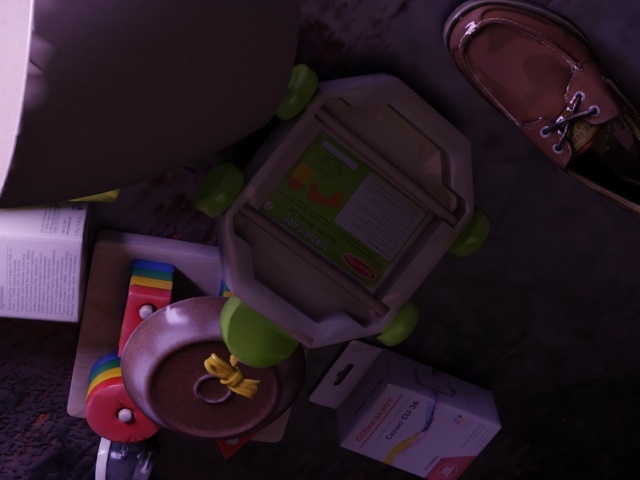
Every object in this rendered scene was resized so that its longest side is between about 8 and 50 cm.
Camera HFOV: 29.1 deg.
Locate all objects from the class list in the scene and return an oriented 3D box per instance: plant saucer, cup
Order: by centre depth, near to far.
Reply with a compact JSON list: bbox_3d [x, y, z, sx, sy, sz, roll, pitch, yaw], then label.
[{"bbox_3d":[-0.157,-0.185,1.039,0.237,0.331,0.331,3,125,-24],"label":"cup"},{"bbox_3d":[-0.113,0.148,1.309,0.198,0.036,0.199,-2,124,-3],"label":"plant saucer"}]

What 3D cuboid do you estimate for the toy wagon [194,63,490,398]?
[{"bbox_3d":[0.000,0.000,1.237,0.267,0.068,0.344,37,93,-25],"label":"toy wagon"}]

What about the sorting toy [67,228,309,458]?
[{"bbox_3d":[-0.141,0.134,1.374,0.257,0.089,0.255,9,123,-11],"label":"sorting toy"}]

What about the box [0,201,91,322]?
[{"bbox_3d":[-0.378,0.009,1.266,0.275,0.094,0.113,6,123,-9],"label":"box"}]

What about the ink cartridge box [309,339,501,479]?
[{"bbox_3d":[0.097,0.204,1.455,0.198,0.067,0.115,23,120,-19],"label":"ink cartridge box"}]

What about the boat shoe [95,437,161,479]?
[{"bbox_3d":[-0.233,0.336,1.509,0.079,0.084,0.233,3,121,-6],"label":"boat shoe"}]

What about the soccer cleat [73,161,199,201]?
[{"bbox_3d":[-0.258,-0.071,1.222,0.289,0.093,0.121,-16,127,6],"label":"soccer cleat"}]

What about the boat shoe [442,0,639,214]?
[{"bbox_3d":[0.253,-0.128,1.216,0.307,0.104,0.111,30,117,-23],"label":"boat shoe"}]
